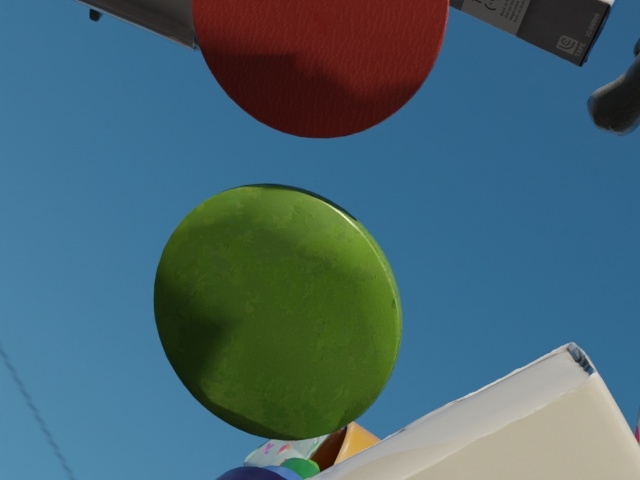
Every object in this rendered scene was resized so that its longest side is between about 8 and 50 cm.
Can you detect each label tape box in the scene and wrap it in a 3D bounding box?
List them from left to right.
[{"bbox_3d":[0.213,-0.378,1.437,0.333,0.240,0.106,26,-36,8],"label":"label tape box"}]

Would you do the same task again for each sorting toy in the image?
[{"bbox_3d":[0.000,0.000,0.621,0.127,0.126,0.365,14,-72,17],"label":"sorting toy"}]

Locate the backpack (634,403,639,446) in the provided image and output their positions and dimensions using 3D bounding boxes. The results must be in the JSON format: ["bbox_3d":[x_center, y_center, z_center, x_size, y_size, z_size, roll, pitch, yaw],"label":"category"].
[{"bbox_3d":[0.356,0.163,0.864,0.253,0.225,0.191,25,-23,-14],"label":"backpack"}]

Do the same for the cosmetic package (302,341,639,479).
[{"bbox_3d":[0.113,0.208,0.490,0.153,0.129,0.296,-30,-94,6],"label":"cosmetic package"}]

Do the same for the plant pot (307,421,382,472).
[{"bbox_3d":[0.042,0.264,0.859,0.188,0.205,0.205,34,-42,-1],"label":"plant pot"}]

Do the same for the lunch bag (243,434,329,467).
[{"bbox_3d":[0.047,0.349,1.589,0.262,0.160,0.223,47,-11,-7],"label":"lunch bag"}]

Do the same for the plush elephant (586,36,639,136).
[{"bbox_3d":[0.520,-0.189,1.406,0.272,0.255,0.330,53,-47,41],"label":"plush elephant"}]

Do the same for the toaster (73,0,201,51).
[{"bbox_3d":[-0.120,-0.262,0.907,0.146,0.129,0.227,16,-59,0],"label":"toaster"}]
